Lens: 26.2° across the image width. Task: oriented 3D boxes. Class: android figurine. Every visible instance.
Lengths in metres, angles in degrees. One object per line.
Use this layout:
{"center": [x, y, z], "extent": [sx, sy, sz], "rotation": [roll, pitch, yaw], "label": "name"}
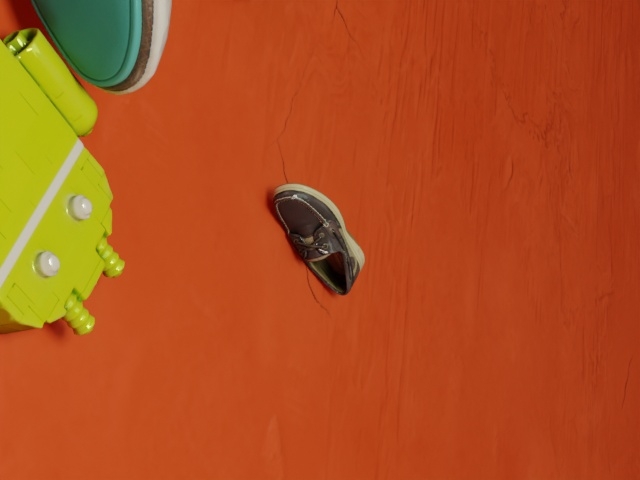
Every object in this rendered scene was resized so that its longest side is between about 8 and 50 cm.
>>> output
{"center": [-0.244, -0.043, 1.032], "extent": [0.273, 0.056, 0.248], "rotation": [55, 39, -30], "label": "android figurine"}

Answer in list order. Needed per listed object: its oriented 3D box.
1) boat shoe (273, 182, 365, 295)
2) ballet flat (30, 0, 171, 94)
{"center": [0.000, 0.000, 1.395], "extent": [0.152, 0.056, 0.049], "rotation": [47, 39, -40], "label": "boat shoe"}
{"center": [-0.196, -0.315, 1.086], "extent": [0.139, 0.139, 0.400], "rotation": [-33, 100, -56], "label": "ballet flat"}
